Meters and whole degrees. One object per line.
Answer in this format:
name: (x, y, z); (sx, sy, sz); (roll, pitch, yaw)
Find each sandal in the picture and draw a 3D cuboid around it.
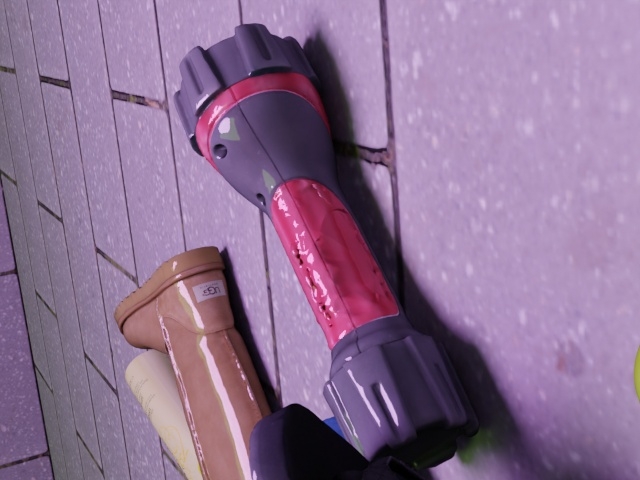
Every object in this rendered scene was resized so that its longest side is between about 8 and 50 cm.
sandal: (0.053, 0.159, 0.478); (0.254, 0.054, 0.097); (45, -162, -32)

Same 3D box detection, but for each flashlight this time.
flashlight: (-0.002, -0.001, 0.589); (0.304, 0.103, 0.103); (65, 148, 27)

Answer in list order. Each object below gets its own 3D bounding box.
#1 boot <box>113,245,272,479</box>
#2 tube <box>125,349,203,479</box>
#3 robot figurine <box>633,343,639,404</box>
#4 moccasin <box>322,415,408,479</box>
boot: (-0.120, 0.168, 0.919); (0.236, 0.089, 0.269); (-44, 63, 61)
tube: (-0.152, 0.224, 1.045); (0.240, 0.062, 0.070); (48, -178, 38)
robot figurine: (0.161, 0.058, 0.320); (0.115, 0.067, 0.101); (40, 136, 52)
moccasin: (-0.021, 0.267, 0.708); (0.117, 0.137, 0.342); (56, 148, 29)
